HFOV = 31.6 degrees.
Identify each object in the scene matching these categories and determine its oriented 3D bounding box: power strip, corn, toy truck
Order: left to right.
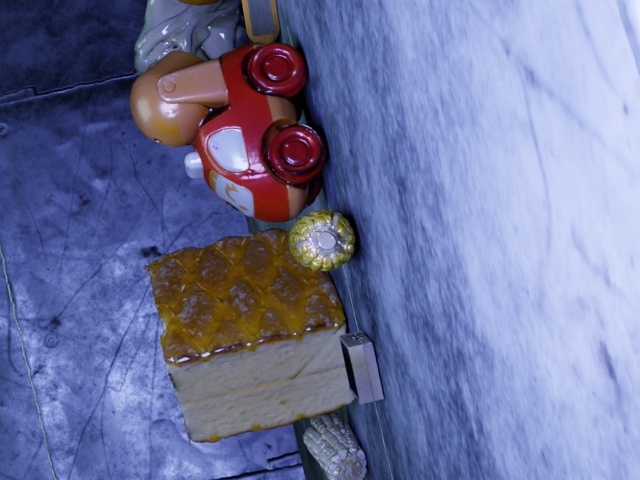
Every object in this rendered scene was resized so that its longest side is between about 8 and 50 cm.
[{"bbox_3d":[-0.126,-0.142,1.537,0.189,0.239,0.265,101,155,-75],"label":"toy truck"},{"bbox_3d":[-0.091,-0.351,1.674,0.028,0.049,0.178,-103,4,-57],"label":"power strip"},{"bbox_3d":[0.000,0.000,1.446,0.238,0.080,0.080,-162,60,-85],"label":"corn"},{"bbox_3d":[0.030,0.344,1.863,0.211,0.087,0.087,-152,50,-74],"label":"corn"}]

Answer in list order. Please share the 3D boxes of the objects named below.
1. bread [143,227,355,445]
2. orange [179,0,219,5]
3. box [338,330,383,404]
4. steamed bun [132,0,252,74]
[{"bbox_3d":[-0.110,0.143,1.785,0.279,0.279,0.207,-116,14,-52],"label":"bread"},{"bbox_3d":[-0.203,-0.478,1.871,0.177,0.155,0.178,7,-90,-79],"label":"orange"},{"bbox_3d":[0.053,0.164,1.485,0.079,0.035,0.083,-143,40,-80],"label":"box"},{"bbox_3d":[-0.225,-0.399,2.159,0.268,0.207,0.280,107,176,-77],"label":"steamed bun"}]
